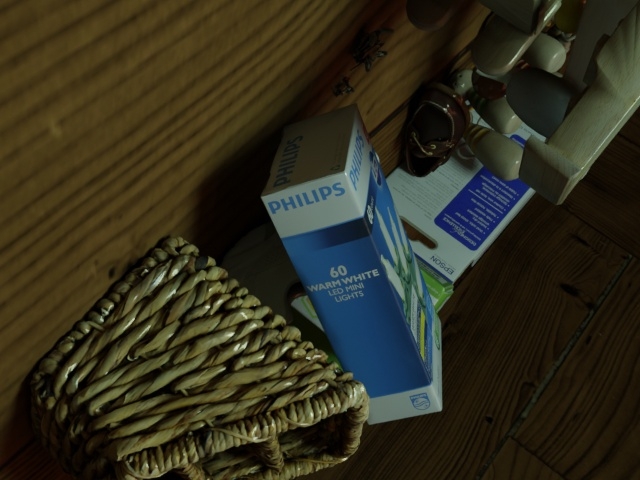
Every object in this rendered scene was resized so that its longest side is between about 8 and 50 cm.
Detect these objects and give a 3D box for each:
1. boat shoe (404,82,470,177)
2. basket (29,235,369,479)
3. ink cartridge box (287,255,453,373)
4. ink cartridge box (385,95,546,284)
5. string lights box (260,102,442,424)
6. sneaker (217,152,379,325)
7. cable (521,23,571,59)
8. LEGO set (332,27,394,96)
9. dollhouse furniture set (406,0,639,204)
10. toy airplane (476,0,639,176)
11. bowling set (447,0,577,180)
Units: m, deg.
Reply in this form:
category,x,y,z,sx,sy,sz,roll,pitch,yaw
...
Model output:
category,x,y,z,sx,sy,sz,roll,pitch,yaw
boat shoe,0.151,-0.139,1.082,0.073,0.073,0.207,-52,166,-9
basket,-0.106,0.179,0.735,0.213,0.223,0.299,-48,166,-19
ink cartridge box,0.012,0.103,0.988,0.255,0.189,0.097,-54,167,8
ink cartridge box,0.221,-0.087,1.219,0.371,0.176,0.069,-44,164,-32
string lights box,0.037,0.025,0.729,0.133,0.077,0.259,-79,150,-56
sneaker,0.000,0.000,0.851,0.232,0.115,0.090,-49,166,-13
cable,0.364,-0.263,1.433,0.287,0.072,0.139,105,9,-52
LEGO set,0.037,-0.173,0.758,0.083,0.023,0.054,-43,167,19
dollhouse furniture set,0.141,-0.169,0.628,0.161,0.242,0.212,-52,166,1
toy airplane,0.290,-0.269,0.806,0.384,0.273,0.385,110,-14,-86
bowling set,0.248,-0.239,1.083,0.200,0.154,0.287,15,115,-49
